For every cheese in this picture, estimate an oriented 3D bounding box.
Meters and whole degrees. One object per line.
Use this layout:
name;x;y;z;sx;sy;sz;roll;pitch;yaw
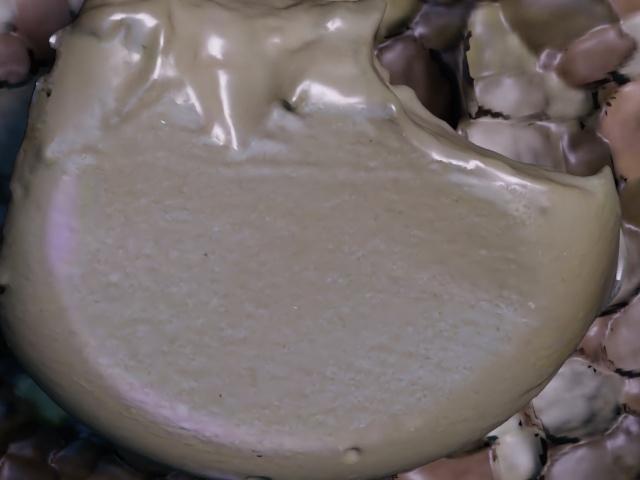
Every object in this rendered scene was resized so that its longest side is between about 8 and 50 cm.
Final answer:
cheese;0.000;0.000;0.537;0.203;0.091;0.175;11;114;-10
